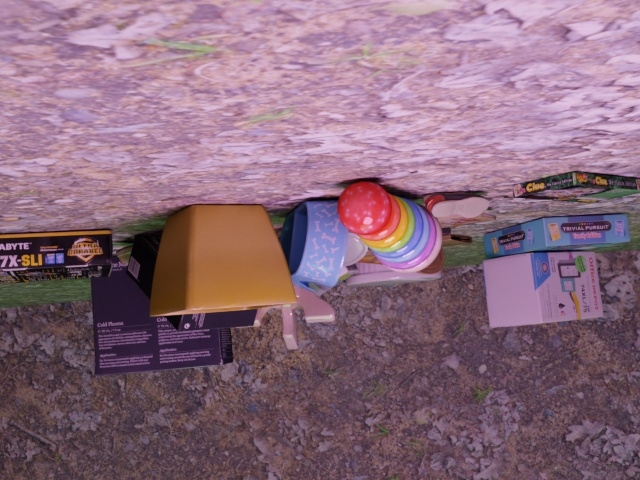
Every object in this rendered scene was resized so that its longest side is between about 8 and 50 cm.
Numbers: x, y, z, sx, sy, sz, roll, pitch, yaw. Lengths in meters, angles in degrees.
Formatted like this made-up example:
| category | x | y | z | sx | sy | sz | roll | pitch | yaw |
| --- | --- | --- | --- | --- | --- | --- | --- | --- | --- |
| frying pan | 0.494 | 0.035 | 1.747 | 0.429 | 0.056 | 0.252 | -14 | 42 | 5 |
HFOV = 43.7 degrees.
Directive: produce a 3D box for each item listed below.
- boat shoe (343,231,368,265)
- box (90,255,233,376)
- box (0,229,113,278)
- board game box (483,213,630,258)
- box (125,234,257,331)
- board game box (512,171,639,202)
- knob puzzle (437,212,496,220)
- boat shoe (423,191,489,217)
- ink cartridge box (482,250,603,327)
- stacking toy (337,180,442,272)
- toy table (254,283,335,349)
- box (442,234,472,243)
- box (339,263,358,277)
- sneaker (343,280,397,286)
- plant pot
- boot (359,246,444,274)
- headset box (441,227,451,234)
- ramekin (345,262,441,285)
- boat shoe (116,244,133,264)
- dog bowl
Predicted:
| category | x | y | z | sx | sy | sz | roll | pitch | yaw |
| --- | --- | --- | --- | --- | --- | --- | --- | --- | --- |
| boat shoe | 0.000 | 0.000 | 1.769 | 0.303 | 0.091 | 0.114 | -10 | 129 | 45 |
| box | -0.425 | 0.192 | 2.156 | 0.344 | 0.312 | 0.179 | -5 | 174 | 3 |
| box | -0.579 | 0.039 | 1.706 | 0.257 | 0.079 | 0.322 | -1 | 173 | -16 |
| board game box | 0.650 | -0.008 | 2.235 | 0.254 | 0.079 | 0.336 | -3 | 173 | -16 |
| box | -0.272 | 0.085 | 1.708 | 0.184 | 0.103 | 0.261 | 3 | -157 | -41 |
| board game box | 0.498 | -0.099 | 1.519 | 0.260 | 0.030 | 0.136 | 1 | 170 | -41 |
| knob puzzle | 0.269 | -0.050 | 1.768 | 0.213 | 0.029 | 0.213 | -6 | 174 | -1 |
| boat shoe | 0.260 | -0.071 | 1.522 | 0.137 | 0.049 | 0.043 | -5 | -143 | -27 |
| ink cartridge box | 0.639 | 0.139 | 2.297 | 0.270 | 0.198 | 0.197 | -1 | 172 | -34 |
| stacking toy | 0.119 | -0.031 | 1.416 | 0.141 | 0.141 | 0.330 | -7 | 168 | 18 |
| toy table | -0.093 | 0.137 | 1.966 | 0.275 | 0.160 | 0.252 | -13 | 137 | 18 |
| box | 0.334 | 0.008 | 2.404 | 0.201 | 0.021 | 0.164 | -8 | 173 | 32 |
| box | -0.019 | 0.092 | 2.124 | 0.203 | 0.103 | 0.114 | -35 | 170 | 14 |
| sneaker | 0.142 | 0.095 | 2.567 | 0.147 | 0.129 | 0.330 | -4 | 174 | -34 |
| plant pot | -0.188 | 0.036 | 1.473 | 0.212 | 0.187 | 0.212 | -2 | 174 | -30 |
| boot | 0.143 | 0.030 | 1.976 | 0.284 | 0.108 | 0.220 | 7 | 171 | -32 |
| headset box | 0.281 | -0.027 | 1.987 | 0.062 | 0.032 | 0.083 | -3 | 173 | -22 |
| ramekin | 0.201 | 0.056 | 2.251 | 0.273 | 0.127 | 0.273 | -4 | 174 | 0 |
| boat shoe | -0.336 | 0.050 | 1.895 | 0.302 | 0.098 | 0.109 | 0 | 172 | -42 |
| dog bowl | -0.021 | 0.008 | 1.525 | 0.074 | 0.165 | 0.297 | 9 | 171 | -14 |
